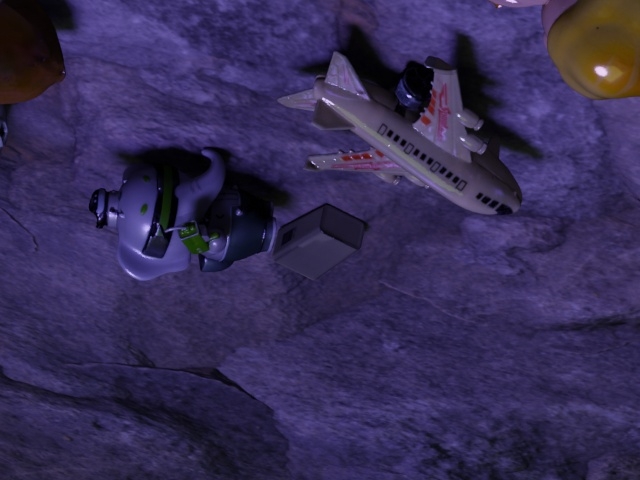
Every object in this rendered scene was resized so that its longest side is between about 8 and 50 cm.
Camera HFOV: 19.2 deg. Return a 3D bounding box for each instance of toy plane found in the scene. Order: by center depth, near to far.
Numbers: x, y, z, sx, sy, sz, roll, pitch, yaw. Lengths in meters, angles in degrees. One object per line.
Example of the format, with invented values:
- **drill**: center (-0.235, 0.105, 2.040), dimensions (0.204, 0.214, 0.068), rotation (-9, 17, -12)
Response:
- **toy plane**: center (0.088, -0.096, 1.739), dimensions (0.244, 0.092, 0.229), rotation (24, 149, -22)

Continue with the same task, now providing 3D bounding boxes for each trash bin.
- **trash bin**: center (0.000, 0.000, 2.022), dimensions (0.061, 0.043, 0.092), rotation (26, 147, -24)

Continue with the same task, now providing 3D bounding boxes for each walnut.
- **walnut**: center (-0.339, -0.195, 1.696), dimensions (0.245, 0.137, 0.137), rotation (19, 154, -29)

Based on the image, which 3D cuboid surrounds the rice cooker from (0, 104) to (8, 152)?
- **rice cooker**: center (-0.432, -0.066, 1.867), dimensions (0.226, 0.244, 0.226), rotation (8, 150, 5)

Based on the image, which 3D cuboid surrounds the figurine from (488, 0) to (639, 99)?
- **figurine**: center (0.206, -0.189, 1.490), dimensions (0.246, 0.131, 0.156), rotation (27, 137, -3)

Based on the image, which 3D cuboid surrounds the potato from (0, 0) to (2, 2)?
- **potato**: center (-0.245, -0.272, 1.506), dimensions (0.098, 0.138, 0.243), rotation (36, 146, -18)

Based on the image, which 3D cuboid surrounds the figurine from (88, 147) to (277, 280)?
- **figurine**: center (-0.142, -0.026, 1.942), dimensions (0.192, 0.147, 0.126), rotation (4, 140, -11)
